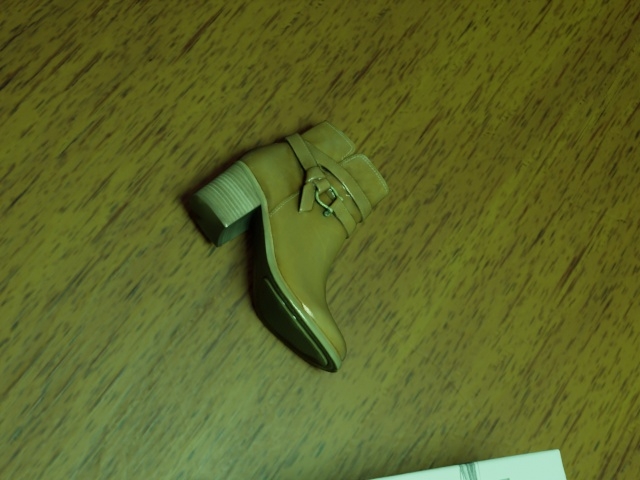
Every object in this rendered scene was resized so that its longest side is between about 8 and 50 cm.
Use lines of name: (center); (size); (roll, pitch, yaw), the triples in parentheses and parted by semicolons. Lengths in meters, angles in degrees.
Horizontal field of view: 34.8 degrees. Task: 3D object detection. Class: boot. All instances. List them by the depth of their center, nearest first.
boot: (0.000, 0.000, 1.258); (0.220, 0.109, 0.283); (-33, 78, -27)

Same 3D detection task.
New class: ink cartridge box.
ink cartridge box: (0.116, 0.315, 1.135); (0.273, 0.198, 0.114); (-5, 74, -19)
